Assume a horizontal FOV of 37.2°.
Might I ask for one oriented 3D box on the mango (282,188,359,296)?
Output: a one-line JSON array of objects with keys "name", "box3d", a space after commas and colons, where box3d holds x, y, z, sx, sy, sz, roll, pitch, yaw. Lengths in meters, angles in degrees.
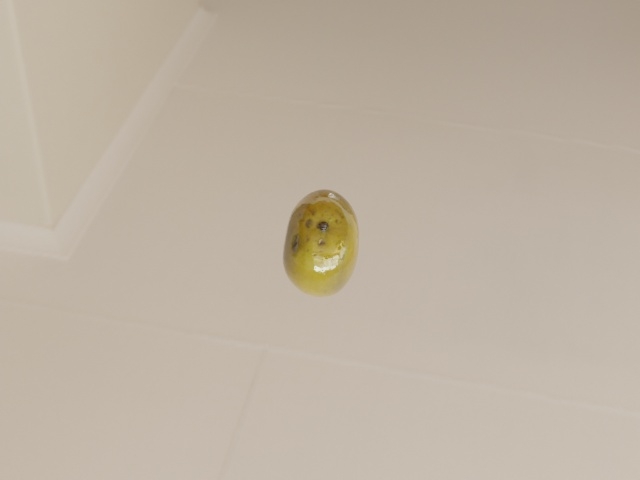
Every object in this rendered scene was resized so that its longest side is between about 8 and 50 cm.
[{"name": "mango", "box3d": [0.000, 0.000, 1.279, 0.098, 0.137, 0.195, 5, -169, -2]}]
